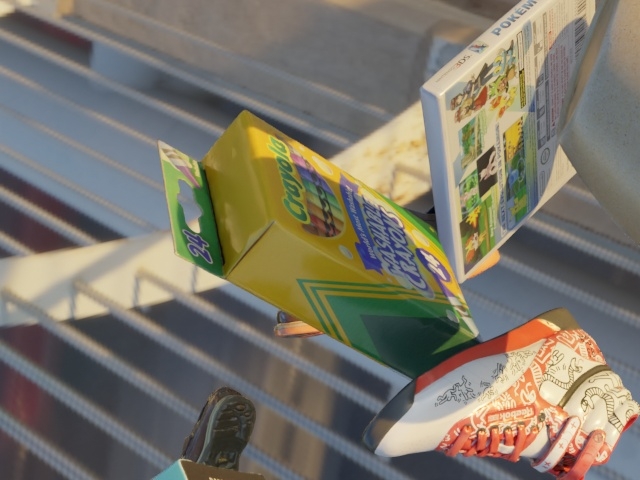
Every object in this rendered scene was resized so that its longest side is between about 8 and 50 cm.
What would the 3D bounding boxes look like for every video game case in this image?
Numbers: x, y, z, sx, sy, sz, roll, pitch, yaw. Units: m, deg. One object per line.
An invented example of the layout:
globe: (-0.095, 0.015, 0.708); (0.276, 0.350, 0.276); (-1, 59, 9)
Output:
video game case: (0.246, -0.146, 1.647); (0.036, 0.300, 0.329); (31, 150, 33)

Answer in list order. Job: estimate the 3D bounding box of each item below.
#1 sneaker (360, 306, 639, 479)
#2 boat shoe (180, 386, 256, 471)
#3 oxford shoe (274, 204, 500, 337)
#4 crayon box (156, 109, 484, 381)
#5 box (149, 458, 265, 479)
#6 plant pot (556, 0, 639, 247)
sneaker: (0.174, 0.165, 1.175); (0.145, 0.270, 0.090); (53, 141, 20)
boat shoe: (-0.129, 0.251, 1.501); (0.060, 0.064, 0.178); (34, 104, 59)
oxford shoe: (0.076, 0.032, 1.780); (0.130, 0.364, 0.132); (-15, 97, 57)
crayon box: (0.000, 0.000, 1.288); (0.083, 0.323, 0.203); (-48, 32, 21)
box: (-0.041, 0.263, 0.836); (0.060, 0.100, 0.244); (-37, 59, 18)
plant pot: (0.278, -0.102, 0.917); (0.191, 0.284, 0.284); (20, 115, 2)
